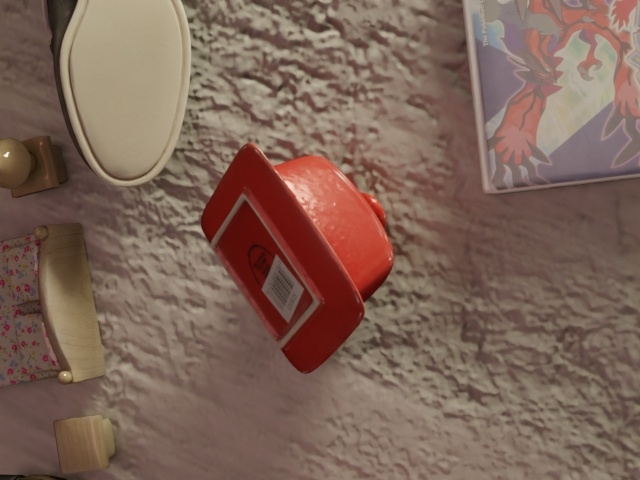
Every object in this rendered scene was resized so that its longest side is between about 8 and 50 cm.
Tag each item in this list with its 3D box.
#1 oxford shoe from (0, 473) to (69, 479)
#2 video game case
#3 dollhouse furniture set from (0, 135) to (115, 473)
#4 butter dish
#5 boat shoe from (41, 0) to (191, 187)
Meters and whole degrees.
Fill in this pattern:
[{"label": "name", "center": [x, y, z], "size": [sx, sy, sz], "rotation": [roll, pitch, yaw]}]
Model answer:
[{"label": "oxford shoe", "center": [-0.231, 0.315, 1.206], "size": [0.096, 0.083, 0.227], "rotation": [-5, 91, 17]}, {"label": "video game case", "center": [0.201, -0.143, 1.051], "size": [0.183, 0.023, 0.201], "rotation": [-6, 90, 21]}, {"label": "dollhouse furniture set", "center": [-0.371, 0.049, 1.200], "size": [0.303, 0.174, 0.355], "rotation": [-12, 88, 21]}, {"label": "butter dish", "center": [0.000, 0.000, 1.091], "size": [0.160, 0.118, 0.160], "rotation": [56, 151, 11]}, {"label": "boat shoe", "center": [-0.177, -0.211, 1.170], "size": [0.112, 0.095, 0.335], "rotation": [-9, 93, -15]}]
